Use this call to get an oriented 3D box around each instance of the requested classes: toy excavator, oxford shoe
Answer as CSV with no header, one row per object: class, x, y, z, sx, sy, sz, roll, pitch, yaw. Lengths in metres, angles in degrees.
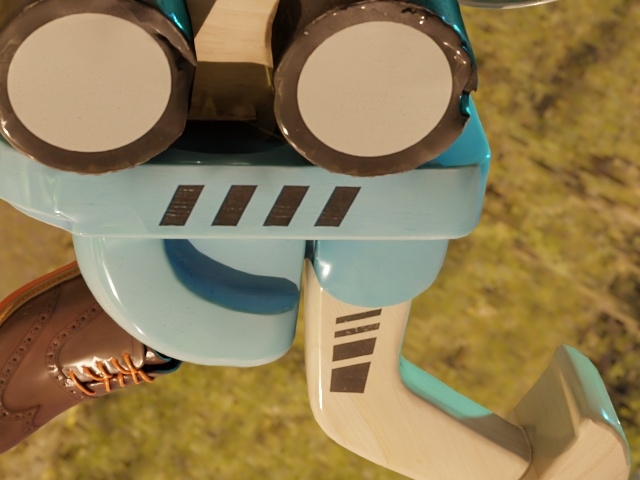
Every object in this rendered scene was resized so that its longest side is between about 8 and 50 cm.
toy excavator,0.000,0.000,1.065,0.222,0.433,0.445,-103,-163,-52
oxford shoe,-0.163,0.072,1.272,0.271,0.098,0.097,-44,141,6

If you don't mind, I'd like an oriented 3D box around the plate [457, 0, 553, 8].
plate,0.151,-0.204,1.127,0.188,0.188,0.024,-50,133,-22
